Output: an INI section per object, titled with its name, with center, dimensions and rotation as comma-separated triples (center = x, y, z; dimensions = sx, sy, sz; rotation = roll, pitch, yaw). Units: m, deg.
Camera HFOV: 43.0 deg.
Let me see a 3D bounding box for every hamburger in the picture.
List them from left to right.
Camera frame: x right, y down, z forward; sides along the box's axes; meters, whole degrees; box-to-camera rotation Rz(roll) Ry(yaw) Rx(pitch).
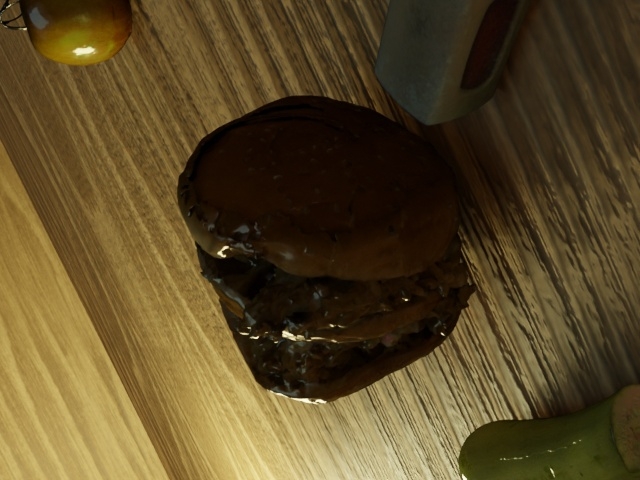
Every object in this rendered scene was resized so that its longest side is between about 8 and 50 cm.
[hamburger]
center = 0.007, 0.008, 0.683
dimensions = 0.245, 0.260, 0.211
rotation = 11, 132, 19

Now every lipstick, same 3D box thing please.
[lipstick]
center = 0.100, -0.191, 0.508
dimensions = 0.077, 0.079, 0.253
rotation = 51, 151, 26

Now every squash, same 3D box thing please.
[squash]
center = 0.197, 0.183, 0.691
dimensions = 0.083, 0.083, 0.250
rotation = 59, 152, 8

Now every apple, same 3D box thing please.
[apple]
center = -0.350, -0.327, 1.144
dimensions = 0.163, 0.147, 0.146
rotation = 46, 150, 34

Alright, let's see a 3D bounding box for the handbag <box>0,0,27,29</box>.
[handbag]
center = -0.446, -0.373, 1.289
dimensions = 0.072, 0.139, 0.115
rotation = 51, 153, 4
